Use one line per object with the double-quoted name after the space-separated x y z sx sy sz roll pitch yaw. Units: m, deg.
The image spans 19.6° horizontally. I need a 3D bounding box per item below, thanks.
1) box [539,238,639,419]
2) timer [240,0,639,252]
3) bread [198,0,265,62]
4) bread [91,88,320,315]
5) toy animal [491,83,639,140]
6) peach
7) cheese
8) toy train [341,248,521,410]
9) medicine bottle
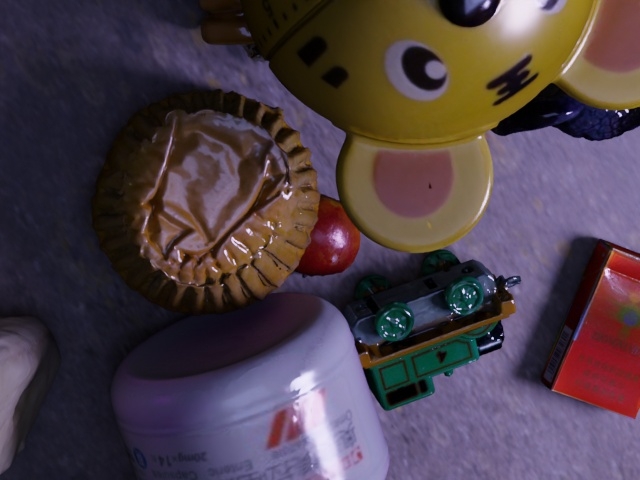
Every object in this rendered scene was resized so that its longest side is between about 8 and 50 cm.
0.328 0.098 2.051 0.112 0.048 0.175 21 97 -14 "box"
0.115 -0.225 1.712 0.376 0.376 0.387 -34 88 -4 "timer"
-0.067 -0.266 1.868 0.119 0.084 0.177 -8 100 -11 "bread"
-0.115 -0.036 1.868 0.240 0.139 0.240 0 96 -4 "bread"
0.273 -0.165 1.913 0.298 0.185 0.122 -12 101 -29 "toy animal"
-0.001 -0.001 1.950 0.098 0.061 0.098 -1 96 -15 "peach"
-0.391 0.144 1.808 0.251 0.248 0.174 20 96 -9 "cheese"
0.113 0.098 1.986 0.227 0.091 0.136 -18 116 -9 "toy train"
-0.054 0.242 1.890 0.256 0.256 0.325 -19 106 -8 "medicine bottle"
